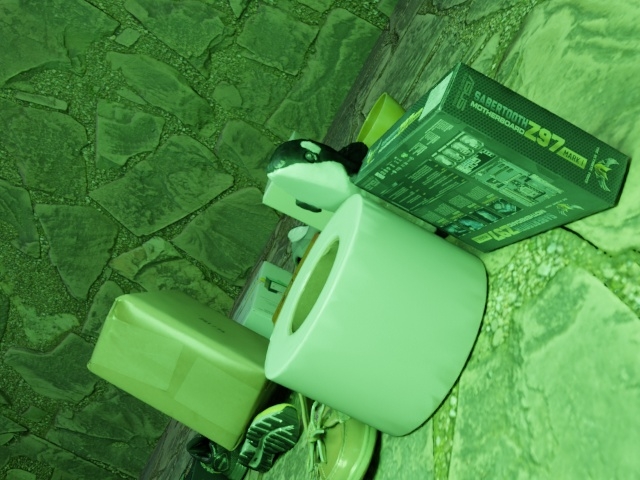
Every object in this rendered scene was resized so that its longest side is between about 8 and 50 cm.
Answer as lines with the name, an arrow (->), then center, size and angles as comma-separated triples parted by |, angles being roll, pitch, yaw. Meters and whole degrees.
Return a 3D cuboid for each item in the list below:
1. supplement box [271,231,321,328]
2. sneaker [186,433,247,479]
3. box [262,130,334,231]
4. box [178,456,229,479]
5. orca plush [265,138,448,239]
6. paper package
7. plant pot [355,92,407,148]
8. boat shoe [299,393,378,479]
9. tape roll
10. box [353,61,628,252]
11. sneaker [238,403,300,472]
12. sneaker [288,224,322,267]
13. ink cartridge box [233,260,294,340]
supplement box -> -0.026, 0.100, 1.551 | 0.233, 0.080, 0.078 | -61, 9, 3
sneaker -> -0.215, 0.429, 1.508 | 0.087, 0.130, 0.227 | -60, 8, 9
box -> 0.018, -0.100, 1.375 | 0.126, 0.232, 0.148 | -60, 10, 20
box -> -0.325, 0.691, 1.478 | 0.394, 0.097, 0.318 | -59, 13, 20
orca plush -> 0.066, -0.087, 0.914 | 0.151, 0.287, 0.102 | 147, 135, -68
paper package -> -0.244, 0.241, 1.397 | 0.168, 0.325, 0.309 | -63, -7, 2
plant pot -> 0.147, -0.233, 1.470 | 0.134, 0.095, 0.134 | -60, 11, 19
boat shoe -> 0.009, 0.242, 0.929 | 0.104, 0.089, 0.285 | -61, 10, 8
tape roll -> 0.061, 0.088, 0.831 | 0.246, 0.169, 0.246 | -61, 9, 17
box -> 0.157, -0.069, 0.703 | 0.059, 0.184, 0.233 | -65, 9, -17
sneaker -> -0.090, 0.334, 1.243 | 0.208, 0.082, 0.094 | -54, 11, 44
sneaker -> 0.000, 0.000, 1.686 | 0.271, 0.100, 0.107 | 145, 127, -64
ink cartridge box -> -0.155, 0.210, 1.811 | 0.201, 0.117, 0.278 | -59, 10, 22
